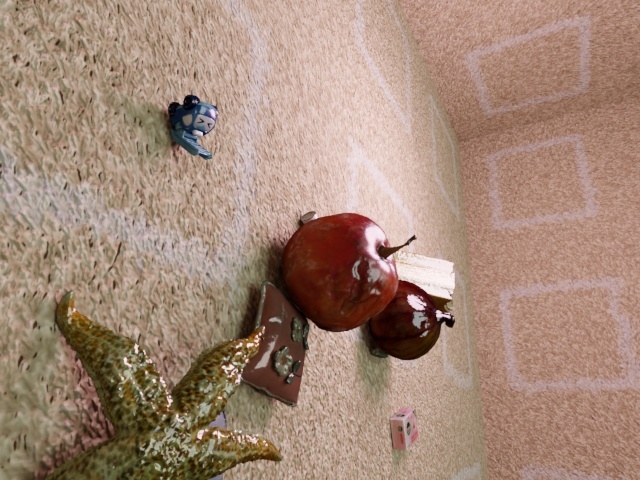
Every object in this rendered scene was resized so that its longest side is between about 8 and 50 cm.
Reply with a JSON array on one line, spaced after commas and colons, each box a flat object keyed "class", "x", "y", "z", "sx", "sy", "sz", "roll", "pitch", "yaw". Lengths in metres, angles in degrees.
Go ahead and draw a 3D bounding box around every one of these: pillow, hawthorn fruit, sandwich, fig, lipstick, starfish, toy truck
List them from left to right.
[{"class": "starfish", "x": -0.168, "y": 0.240, "z": 0.447, "sx": 0.347, "sy": 0.078, "sz": 0.358, "roll": 16, "pitch": 63, "yaw": -41}, {"class": "toy truck", "x": -0.191, "y": -0.165, "z": 0.616, "sx": 0.056, "sy": 0.073, "sz": 0.090, "roll": 6, "pitch": 75, "yaw": -60}, {"class": "pillow", "x": -0.070, "y": 0.185, "z": 0.727, "sx": 0.171, "sy": 0.075, "sz": 0.179, "roll": 51, "pitch": 38, "yaw": -44}, {"class": "lipstick", "x": 0.000, "y": 0.000, "z": 0.946, "sx": 0.141, "sy": 0.040, "sz": 0.040, "roll": 63, "pitch": 33, "yaw": -27}, {"class": "hawthorn fruit", "x": 0.068, "y": 0.048, "z": 0.810, "sx": 0.242, "sy": 0.271, "sz": 0.242, "roll": 52, "pitch": 22, "yaw": -32}, {"class": "fig", "x": 0.243, "y": 0.221, "z": 1.162, "sx": 0.235, "sy": 0.214, "sz": 0.235, "roll": 18, "pitch": 57, "yaw": -31}, {"class": "sandwich", "x": 0.344, "y": 0.134, "z": 1.361, "sx": 0.227, "sy": 0.198, "sz": 0.155, "roll": 50, "pitch": 42, "yaw": -44}]

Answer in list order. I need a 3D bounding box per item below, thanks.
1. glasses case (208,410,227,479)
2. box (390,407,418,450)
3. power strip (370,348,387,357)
[{"class": "glasses case", "x": -0.178, "y": 0.335, "z": 0.495, "sx": 0.109, "sy": 0.067, "sz": 0.283, "roll": 30, "pitch": 57, "yaw": -46}, {"class": "box", "x": 0.255, "y": 0.567, "z": 1.231, "sx": 0.125, "sy": 0.043, "sz": 0.089, "roll": 7, "pitch": 75, "yaw": -61}, {"class": "power strip", "x": 0.166, "y": 0.322, "z": 1.162, "sx": 0.083, "sy": 0.027, "sz": 0.017, "roll": 37, "pitch": 49, "yaw": -51}]
